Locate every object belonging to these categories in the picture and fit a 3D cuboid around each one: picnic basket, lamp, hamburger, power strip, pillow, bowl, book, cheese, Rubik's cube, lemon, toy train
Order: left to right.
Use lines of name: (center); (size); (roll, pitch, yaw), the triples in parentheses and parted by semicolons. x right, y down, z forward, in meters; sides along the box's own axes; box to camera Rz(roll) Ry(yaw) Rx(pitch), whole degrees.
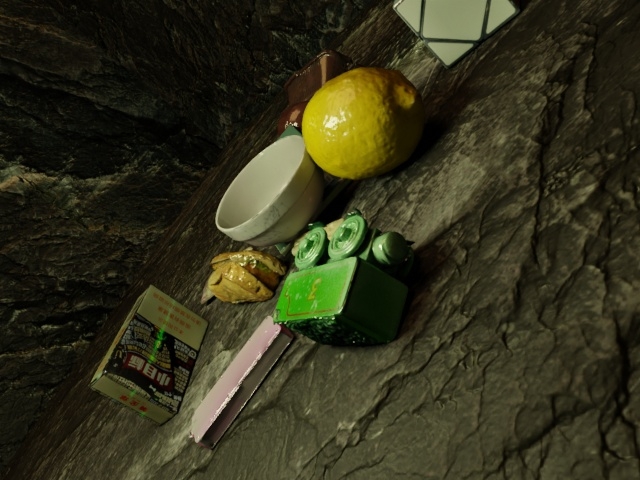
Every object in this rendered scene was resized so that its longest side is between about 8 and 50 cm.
pillow: (-0.284, 0.105, 1.538); (0.233, 0.038, 0.130); (-33, 29, 35)
hamburger: (-0.200, 0.079, 1.277); (0.262, 0.131, 0.124); (-14, 41, 51)
power strip: (-0.152, 0.264, 0.982); (0.278, 0.037, 0.109); (-53, 20, -5)
bowl: (-0.098, -0.098, 1.220); (0.287, 0.144, 0.286); (-33, 33, 25)
book: (-0.089, -0.154, 1.408); (0.264, 0.031, 0.379); (-48, 40, 8)
lamp: (-0.037, -0.357, 1.638); (0.180, 0.180, 0.258); (-52, 21, -2)
cheese: (0.000, 0.000, 1.109); (0.194, 0.043, 0.064); (-17, 38, 56)
picnic basket: (0.015, -0.493, 1.745); (0.297, 0.223, 0.129); (-22, 57, 53)
toy train: (0.035, 0.068, 0.805); (0.243, 0.133, 0.188); (-17, 47, 56)
lemon: (0.089, -0.243, 1.073); (0.288, 0.233, 0.233); (-16, 38, 40)
Rubik's cube: (0.317, -0.571, 1.190); (0.205, 0.207, 0.205); (-34, 27, 40)

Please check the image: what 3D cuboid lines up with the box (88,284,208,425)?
box: (-0.416, 0.277, 1.288); (0.084, 0.198, 0.310); (-40, 23, 26)
